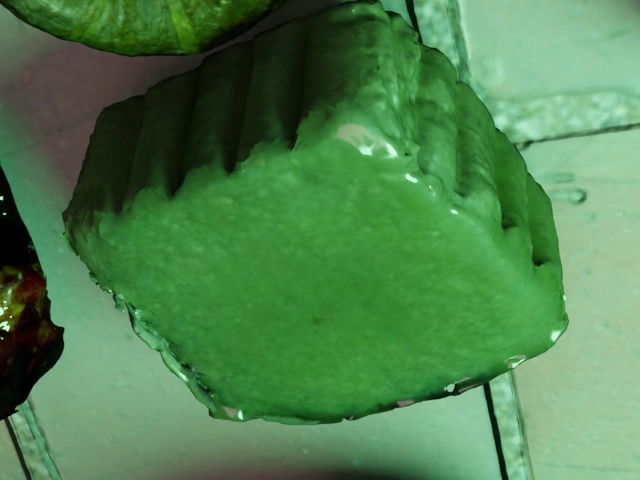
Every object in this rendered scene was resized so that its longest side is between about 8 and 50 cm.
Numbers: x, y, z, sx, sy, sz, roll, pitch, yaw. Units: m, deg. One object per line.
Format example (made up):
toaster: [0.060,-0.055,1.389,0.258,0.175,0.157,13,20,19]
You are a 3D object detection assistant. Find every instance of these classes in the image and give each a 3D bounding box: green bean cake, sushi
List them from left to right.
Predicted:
sushi: [-0.243,0.049,0.830,0.172,0.153,0.150,-25,90,1]
green bean cake: [0.000,0.000,0.750,0.222,0.125,0.227,-22,129,25]

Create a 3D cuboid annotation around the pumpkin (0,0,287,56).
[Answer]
pumpkin: [-0.087,-0.198,0.669,0.223,0.157,0.224,-3,126,-4]
